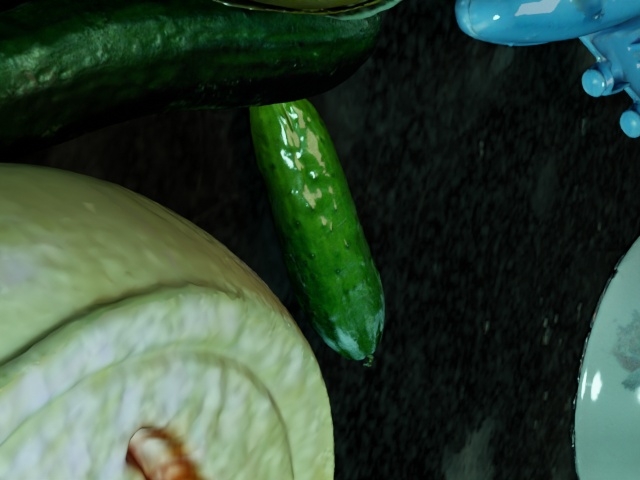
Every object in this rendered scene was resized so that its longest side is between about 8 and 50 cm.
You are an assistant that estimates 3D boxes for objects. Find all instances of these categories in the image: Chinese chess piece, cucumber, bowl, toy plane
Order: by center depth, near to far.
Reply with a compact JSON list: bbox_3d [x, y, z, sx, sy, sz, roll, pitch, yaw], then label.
[{"bbox_3d":[-0.112,0.108,0.606,0.270,0.112,0.270,-36,139,-39],"label":"Chinese chess piece"},{"bbox_3d":[-0.058,-0.064,0.697,0.284,0.056,0.056,-19,118,-51],"label":"cucumber"},{"bbox_3d":[0.000,0.000,0.827,0.039,0.039,0.168,-50,137,-34],"label":"cucumber"},{"bbox_3d":[0.157,-0.136,0.961,0.271,0.105,0.254,-30,112,-53],"label":"toy plane"},{"bbox_3d":[0.227,0.083,1.159,0.189,0.086,0.189,-25,121,-50],"label":"bowl"}]

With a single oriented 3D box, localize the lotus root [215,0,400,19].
[{"bbox_3d":[-0.032,-0.181,0.607,0.275,0.160,0.152,56,29,-49],"label":"lotus root"}]
